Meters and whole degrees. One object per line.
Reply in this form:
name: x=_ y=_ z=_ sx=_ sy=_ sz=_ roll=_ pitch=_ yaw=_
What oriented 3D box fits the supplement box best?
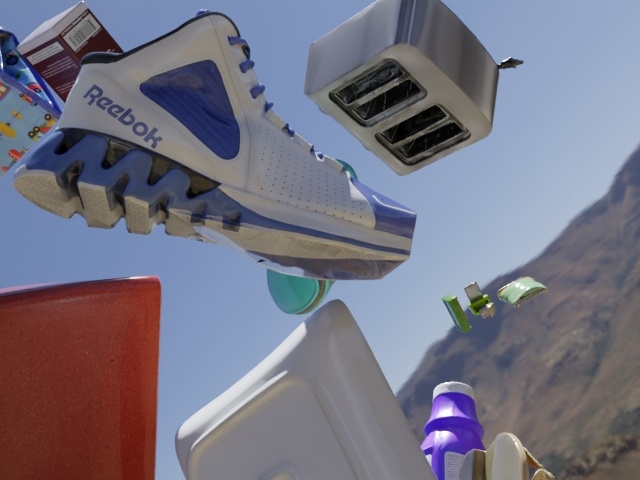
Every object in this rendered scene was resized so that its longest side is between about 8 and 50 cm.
supplement box: x=-0.325 y=-0.227 z=1.271 sx=0.130 sy=0.239 sz=0.073 roll=-3 pitch=42 yaw=48

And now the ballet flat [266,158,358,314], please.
ballet flat: x=0.000 y=0.000 z=0.891 sx=0.087 sy=0.083 sz=0.247 roll=-35 pitch=-20 yaw=-24

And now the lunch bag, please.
lunch bag: x=-0.600 y=-0.245 z=1.463 sx=0.221 sy=0.293 sz=0.138 roll=-43 pitch=-42 yaw=7

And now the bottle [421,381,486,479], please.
bottle: x=0.201 y=0.351 z=1.274 sx=0.092 sy=0.118 sz=0.283 roll=-37 pitch=34 yaw=39

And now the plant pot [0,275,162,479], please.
plant pot: x=-0.347 y=0.170 z=0.948 sx=0.235 sy=0.267 sz=0.267 roll=5 pitch=-7 yaw=-36

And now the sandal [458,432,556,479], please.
sandal: x=0.228 y=0.273 z=0.972 sx=0.240 sy=0.079 sz=0.088 roll=113 pitch=167 yaw=-72

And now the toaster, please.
toaster: x=0.098 y=-0.176 z=0.937 sx=0.185 sy=0.168 sz=0.110 roll=-24 pitch=42 yaw=39

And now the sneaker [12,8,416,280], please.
sneaker: x=-0.064 y=-0.085 z=0.682 sx=0.127 sy=0.315 sz=0.182 roll=139 pitch=144 yaw=-71

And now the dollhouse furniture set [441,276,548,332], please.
dollhouse furniture set: x=0.270 y=0.081 z=1.327 sx=0.151 sy=0.059 sz=0.076 roll=-28 pitch=9 yaw=-5

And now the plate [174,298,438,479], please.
plate: x=-0.018 y=0.236 z=0.735 sx=0.045 sy=0.278 sz=0.277 roll=-4 pitch=-31 yaw=-49
